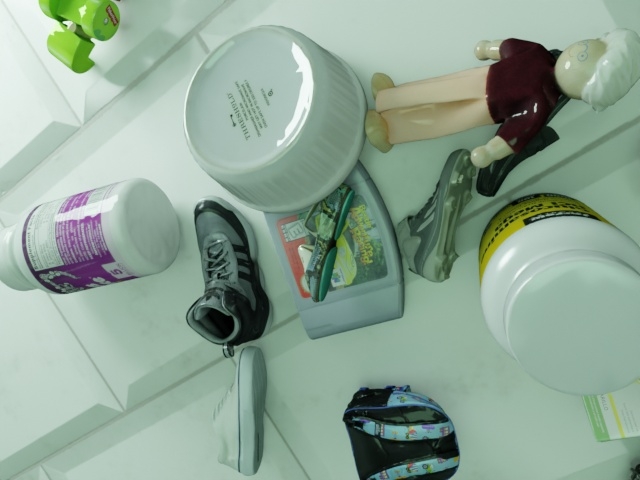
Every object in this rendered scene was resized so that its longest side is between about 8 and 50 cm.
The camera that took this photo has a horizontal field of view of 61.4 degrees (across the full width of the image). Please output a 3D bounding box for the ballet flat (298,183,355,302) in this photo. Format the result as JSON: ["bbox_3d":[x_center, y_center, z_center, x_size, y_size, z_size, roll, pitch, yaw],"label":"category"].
[{"bbox_3d":[0.000,0.000,0.835,0.070,0.070,0.189,17,97,11],"label":"ballet flat"}]

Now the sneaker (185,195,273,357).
[{"bbox_3d":[-0.165,0.059,0.898,0.101,0.153,0.269,-16,97,18],"label":"sneaker"}]

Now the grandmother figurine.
[{"bbox_3d":[0.226,-0.190,0.703,0.342,0.104,0.208,-6,71,33],"label":"grandmother figurine"}]

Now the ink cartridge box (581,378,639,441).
[{"bbox_3d":[0.484,0.177,0.755,0.234,0.056,0.171,-16,66,20],"label":"ink cartridge box"}]

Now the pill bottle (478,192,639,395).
[{"bbox_3d":[0.295,0.051,0.671,0.187,0.334,0.188,3,103,15],"label":"pill bottle"}]

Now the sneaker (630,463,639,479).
[{"bbox_3d":[0.520,0.350,0.800,0.107,0.100,0.272,5,103,20],"label":"sneaker"}]

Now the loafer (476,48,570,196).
[{"bbox_3d":[0.297,-0.155,0.761,0.078,0.076,0.223,33,105,17],"label":"loafer"}]

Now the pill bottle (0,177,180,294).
[{"bbox_3d":[-0.417,0.003,0.949,0.301,0.169,0.170,-12,98,18],"label":"pill bottle"}]

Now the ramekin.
[{"bbox_3d":[-0.076,-0.182,0.787,0.272,0.127,0.273,-4,79,22],"label":"ramekin"}]

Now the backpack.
[{"bbox_3d":[0.139,0.317,0.888,0.173,0.117,0.159,-12,98,18],"label":"backpack"}]

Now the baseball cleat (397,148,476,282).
[{"bbox_3d":[0.166,-0.041,0.812,0.109,0.072,0.206,23,110,42],"label":"baseball cleat"}]

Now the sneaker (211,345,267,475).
[{"bbox_3d":[-0.153,0.311,0.981,0.091,0.094,0.259,7,104,10],"label":"sneaker"}]

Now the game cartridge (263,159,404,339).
[{"bbox_3d":[0.026,0.006,0.888,0.195,0.060,0.295,-18,97,15],"label":"game cartridge"}]

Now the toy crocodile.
[{"bbox_3d":[-0.363,-0.442,0.882,0.115,0.105,0.341,25,103,10],"label":"toy crocodile"}]
